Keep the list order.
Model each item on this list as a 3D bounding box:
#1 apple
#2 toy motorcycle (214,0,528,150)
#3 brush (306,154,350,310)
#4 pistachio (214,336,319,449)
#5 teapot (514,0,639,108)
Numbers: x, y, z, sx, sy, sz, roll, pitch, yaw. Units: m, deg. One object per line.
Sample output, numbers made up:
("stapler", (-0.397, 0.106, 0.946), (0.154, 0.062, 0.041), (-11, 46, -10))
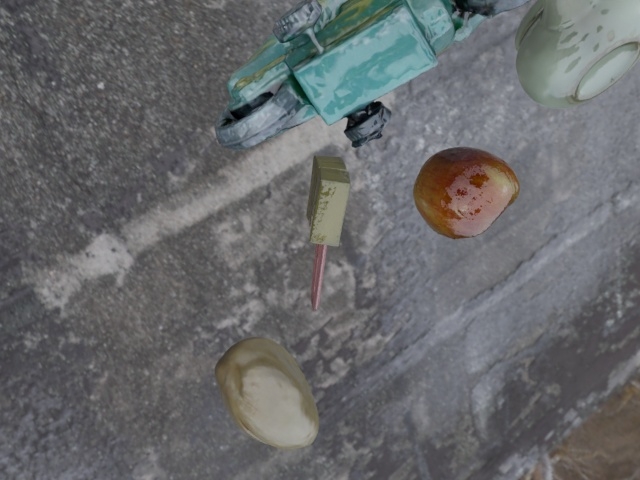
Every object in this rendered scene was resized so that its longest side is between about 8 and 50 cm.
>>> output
("apple", (0.275, -0.093, 1.432), (0.195, 0.173, 0.160), (-42, 144, -31))
("toy motorcycle", (0.041, -0.173, 0.599), (0.296, 0.198, 0.109), (-27, 116, 18))
("brush", (0.000, 0.000, 1.123), (0.047, 0.103, 0.233), (6, 116, -7))
("pistachio", (-0.077, 0.240, 1.173), (0.136, 0.136, 0.226), (-40, 126, -8))
("teapot", (0.419, -0.322, 1.118), (0.318, 0.149, 0.220), (-24, 156, -21))
